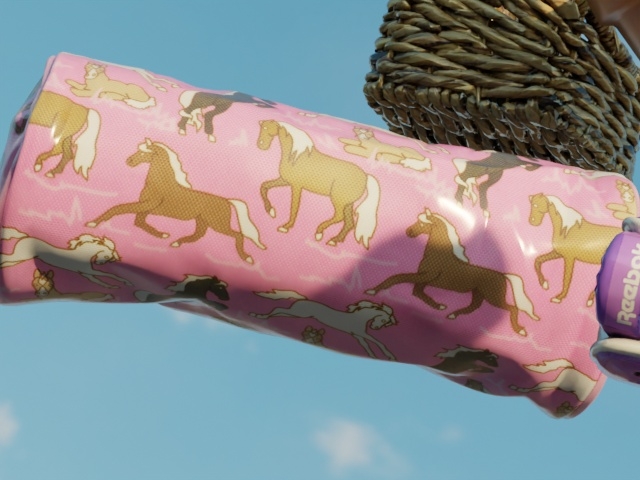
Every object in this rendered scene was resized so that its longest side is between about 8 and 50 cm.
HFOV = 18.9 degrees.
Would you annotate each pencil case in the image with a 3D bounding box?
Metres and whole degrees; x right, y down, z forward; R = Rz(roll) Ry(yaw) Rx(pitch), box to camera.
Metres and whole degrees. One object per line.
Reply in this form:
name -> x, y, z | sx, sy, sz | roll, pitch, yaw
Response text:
pencil case -> 0.000, 0.000, 1.152 | 0.386, 0.160, 0.167 | 12, 12, -2

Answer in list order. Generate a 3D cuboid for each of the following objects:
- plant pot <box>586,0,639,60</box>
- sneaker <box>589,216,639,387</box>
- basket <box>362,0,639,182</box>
plant pot -> 0.342, -0.168, 1.353 | 0.291, 0.291, 0.203 | -24, -94, 51
sneaker -> 0.190, 0.045, 0.727 | 0.161, 0.102, 0.282 | 17, -5, -13
basket -> 0.190, -0.164, 1.695 | 0.213, 0.223, 0.299 | 10, -16, 21
